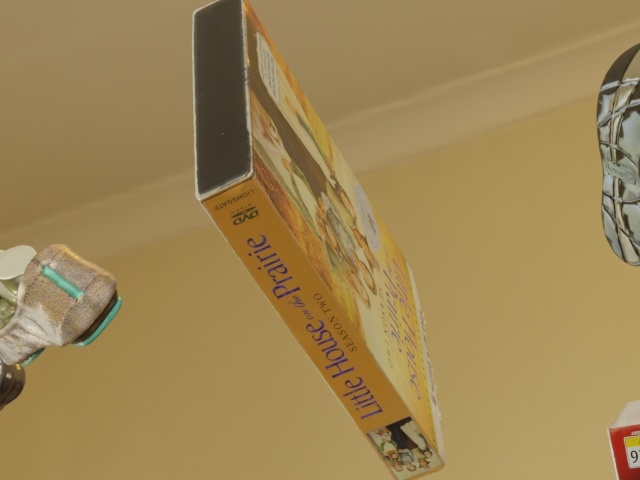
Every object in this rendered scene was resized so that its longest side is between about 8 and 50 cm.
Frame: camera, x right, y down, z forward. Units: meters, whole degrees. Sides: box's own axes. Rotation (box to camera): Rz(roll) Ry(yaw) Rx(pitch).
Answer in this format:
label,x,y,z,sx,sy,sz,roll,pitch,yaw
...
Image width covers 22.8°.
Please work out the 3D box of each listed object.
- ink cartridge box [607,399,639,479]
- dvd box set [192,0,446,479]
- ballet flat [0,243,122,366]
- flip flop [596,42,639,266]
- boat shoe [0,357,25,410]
label,x,y,z,sx,sy,sz,roll,pitch,yaw
ink cartridge box,0.472,0.283,1.579,0.309,0.272,0.130,-11,4,21
dvd box set,0.000,0.000,1.559,0.062,0.308,0.420,-23,-53,14
ballet flat,-0.278,0.051,1.525,0.106,0.108,0.316,38,-23,-14
flip flop,0.384,-0.101,1.842,0.080,0.112,0.277,-15,-64,-21
boat shoe,-0.510,0.204,2.036,0.355,0.132,0.130,-11,-25,44
